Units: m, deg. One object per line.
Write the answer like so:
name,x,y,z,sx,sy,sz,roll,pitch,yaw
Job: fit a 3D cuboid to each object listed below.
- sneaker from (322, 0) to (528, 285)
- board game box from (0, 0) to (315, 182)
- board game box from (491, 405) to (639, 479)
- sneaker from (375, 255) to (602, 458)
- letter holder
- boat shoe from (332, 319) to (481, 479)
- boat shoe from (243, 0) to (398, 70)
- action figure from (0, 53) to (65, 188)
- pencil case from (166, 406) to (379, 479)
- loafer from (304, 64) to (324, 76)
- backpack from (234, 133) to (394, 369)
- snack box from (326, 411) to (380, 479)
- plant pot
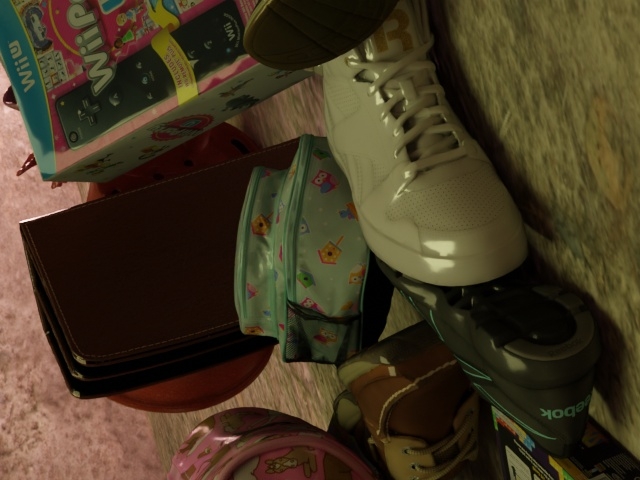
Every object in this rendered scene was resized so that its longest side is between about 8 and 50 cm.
sneaker,0.057,-0.097,1.281,0.292,0.108,0.169,-126,20,-54
board game box,-0.146,-0.209,1.563,0.303,0.097,0.224,-26,79,30
board game box,0.189,0.199,1.263,0.170,0.048,0.141,-134,28,-59
sneaker,0.116,0.060,1.266,0.267,0.101,0.106,-127,20,-56
letter holder,-0.111,0.057,1.701,0.152,0.302,0.214,86,160,-44
boat shoe,0.089,0.144,1.461,0.120,0.122,0.324,62,173,13
boat shoe,0.025,-0.205,1.219,0.223,0.080,0.073,-42,37,39
action figure,-0.189,-0.171,1.806,0.276,0.248,0.370,45,124,14
pencil case,-0.045,0.240,1.611,0.160,0.167,0.386,43,172,-6
loafer,0.001,-0.197,1.409,0.045,0.039,0.125,-21,-55,-66
backpack,0.000,0.000,1.509,0.188,0.144,0.166,104,179,-51
snack box,0.064,0.260,1.763,0.207,0.070,0.174,106,145,-63
plant pot,-0.168,0.012,1.998,0.265,0.272,0.272,103,148,-49
